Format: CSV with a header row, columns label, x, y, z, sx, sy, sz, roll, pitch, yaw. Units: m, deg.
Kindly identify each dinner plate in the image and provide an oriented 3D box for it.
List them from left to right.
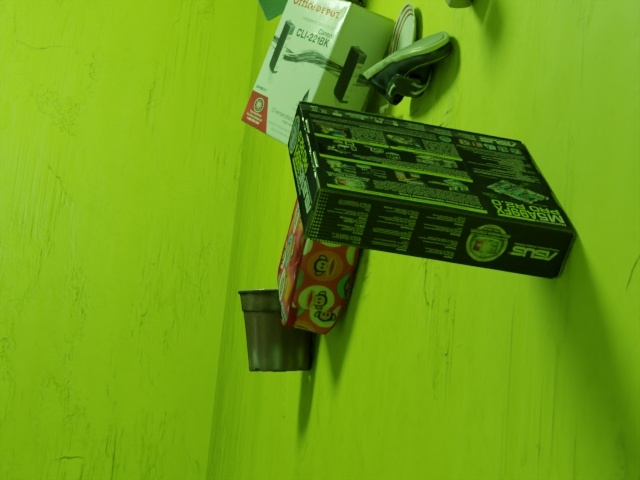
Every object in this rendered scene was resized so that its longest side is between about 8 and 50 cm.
label,x,y,z,sx,sy,sz,roll,pitch,yaw
dinner plate,0.138,-0.321,1.843,0.141,0.017,0.141,-173,90,-78

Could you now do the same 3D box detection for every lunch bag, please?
label,x,y,z,sx,sy,sz,roll,pitch,yaw
lunch bag,0.000,0.000,2.076,0.258,0.120,0.293,-97,20,-63

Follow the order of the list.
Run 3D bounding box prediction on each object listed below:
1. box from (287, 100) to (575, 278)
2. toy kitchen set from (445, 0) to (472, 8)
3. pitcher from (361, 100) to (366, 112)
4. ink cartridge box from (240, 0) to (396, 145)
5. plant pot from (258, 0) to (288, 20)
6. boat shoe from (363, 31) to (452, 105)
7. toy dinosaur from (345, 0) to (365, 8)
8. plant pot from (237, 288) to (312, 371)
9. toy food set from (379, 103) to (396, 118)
label,x,y,z,sx,sy,sz,roll,pitch,yaw
box,0.108,-0.058,1.182,0.216,0.270,0.060,-102,24,-58
toy kitchen set,0.134,-0.423,1.558,0.207,0.166,0.122,-102,23,-59
pitcher,0.028,-0.296,2.143,0.178,0.125,0.207,-63,28,17
ink cartridge box,-0.006,-0.301,2.004,0.197,0.114,0.273,32,102,51
plant pot,-0.043,-0.629,2.253,0.247,0.252,0.248,-96,-17,-64
boat shoe,0.143,-0.258,1.684,0.079,0.084,0.233,60,161,-6
toy dinosaur,0.065,-0.477,2.261,0.092,0.053,0.183,-70,0,-71
plant pot,-0.084,0.183,2.262,0.167,0.166,0.165,160,110,-77
toy food set,0.114,-0.162,1.853,0.078,0.019,0.122,180,90,-79
